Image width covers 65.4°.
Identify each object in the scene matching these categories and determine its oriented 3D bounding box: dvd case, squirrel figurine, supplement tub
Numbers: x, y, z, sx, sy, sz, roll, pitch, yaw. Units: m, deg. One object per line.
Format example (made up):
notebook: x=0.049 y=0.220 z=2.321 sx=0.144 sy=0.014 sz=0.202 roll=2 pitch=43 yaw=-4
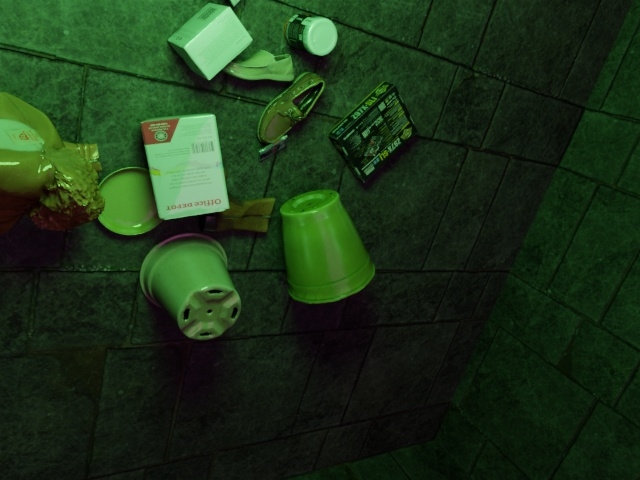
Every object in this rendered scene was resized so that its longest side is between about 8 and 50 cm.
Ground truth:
dvd case: x=-0.173 y=-0.335 z=1.811 sx=0.119 sy=0.087 sz=0.013 roll=-34 pitch=85 yaw=-14
squirrel figurine: x=-0.799 y=-0.128 z=1.343 sx=0.397 sy=0.281 sz=0.370 roll=25 pitch=129 yaw=-20
supplement tub: x=-0.039 y=-0.673 z=1.624 sx=0.117 sy=0.190 sz=0.116 roll=-17 pitch=124 yaw=-26

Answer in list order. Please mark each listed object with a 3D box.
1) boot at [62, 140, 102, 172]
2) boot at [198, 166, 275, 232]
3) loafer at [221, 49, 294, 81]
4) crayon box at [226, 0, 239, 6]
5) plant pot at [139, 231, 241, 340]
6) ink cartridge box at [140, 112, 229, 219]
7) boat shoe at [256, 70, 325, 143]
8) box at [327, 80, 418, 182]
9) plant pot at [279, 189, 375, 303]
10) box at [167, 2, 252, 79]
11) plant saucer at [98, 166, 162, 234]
boot: x=-0.744 y=-0.273 z=1.479 sx=0.153 sy=0.073 sz=0.197 roll=-18 pitch=131 yaw=-27
boot: x=-0.286 y=-0.143 z=1.832 sx=0.281 sy=0.096 sz=0.263 roll=-2 pitch=114 yaw=-35
loafer: x=-0.203 y=-0.578 z=1.638 sx=0.269 sy=0.102 sz=0.092 roll=-12 pitch=121 yaw=-39
crayon box: x=-0.205 y=-0.863 z=1.419 sx=0.318 sy=0.081 sz=0.202 roll=-45 pitch=157 yaw=2
plant pot: x=-0.441 y=0.183 z=1.777 sx=0.334 sy=0.305 sz=0.333 roll=-16 pitch=124 yaw=-25
ink cartridge box: x=-0.428 y=-0.241 z=1.592 sx=0.226 sy=0.131 sz=0.306 roll=-9 pitch=110 yaw=-13
boat shoe: x=-0.107 y=-0.464 z=1.756 sx=0.111 sy=0.104 sz=0.307 roll=33 pitch=96 yaw=-42
box: x=0.216 y=-0.433 z=2.004 sx=0.322 sy=0.079 sz=0.257 roll=-44 pitch=133 yaw=-4
plant pot: x=0.000 y=0.000 z=1.966 sx=0.367 sy=0.366 sz=0.352 roll=-24 pitch=115 yaw=-20
box: x=-0.330 y=-0.595 z=1.484 sx=0.182 sy=0.181 sz=0.119 roll=-44 pitch=130 yaw=-4
plant saucer: x=-0.624 y=-0.133 z=1.653 sx=0.241 sy=0.037 sz=0.240 roll=-15 pitch=123 yaw=-25
